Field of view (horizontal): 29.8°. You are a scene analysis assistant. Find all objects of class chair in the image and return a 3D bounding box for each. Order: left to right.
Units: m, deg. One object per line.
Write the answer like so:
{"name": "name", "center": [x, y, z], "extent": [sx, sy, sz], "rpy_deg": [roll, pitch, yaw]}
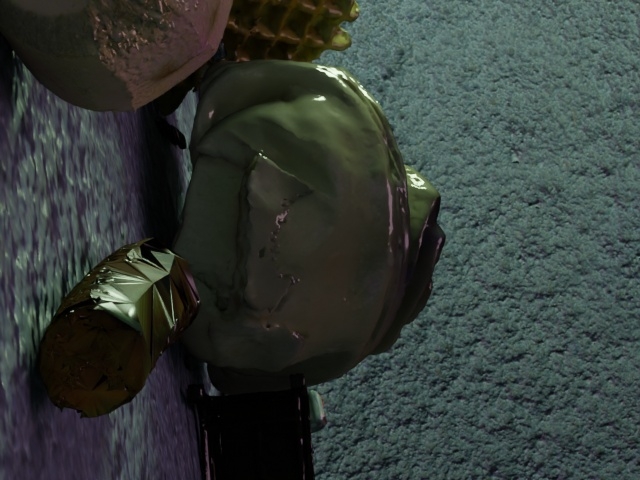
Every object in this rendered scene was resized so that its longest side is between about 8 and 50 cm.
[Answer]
{"name": "chair", "center": [-0.057, 0.205, 1.137], "extent": [0.229, 0.106, 0.113], "rpy_deg": [85, 0, -74]}

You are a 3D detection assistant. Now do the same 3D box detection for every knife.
{"name": "knife", "center": [-0.155, -0.112, 1.248], "extent": [0.170, 0.010, 0.023], "rpy_deg": [50, 25, -86]}

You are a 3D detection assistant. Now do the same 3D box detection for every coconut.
{"name": "coconut", "center": [-0.107, -0.126, 0.602], "extent": [0.122, 0.116, 0.116], "rpy_deg": [62, 18, -76]}

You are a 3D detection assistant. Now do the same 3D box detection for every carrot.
{"name": "carrot", "center": [-0.105, 0.041, 0.656], "extent": [0.229, 0.069, 0.069], "rpy_deg": [-89, 170, -83]}

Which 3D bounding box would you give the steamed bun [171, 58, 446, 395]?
{"name": "steamed bun", "center": [0.000, 0.000, 1.143], "extent": [0.394, 0.237, 0.347], "rpy_deg": [-76, 167, -63]}

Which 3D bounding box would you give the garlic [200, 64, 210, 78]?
{"name": "garlic", "center": [-0.116, -0.299, 1.324], "extent": [0.226, 0.199, 0.199], "rpy_deg": [51, -8, 15]}

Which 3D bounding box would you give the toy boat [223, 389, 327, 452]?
{"name": "toy boat", "center": [-0.047, 0.229, 1.454], "extent": [0.262, 0.115, 0.114], "rpy_deg": [81, 0, -67]}

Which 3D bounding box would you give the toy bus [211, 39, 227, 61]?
{"name": "toy bus", "center": [-0.137, -0.206, 1.009], "extent": [0.195, 0.081, 0.089], "rpy_deg": [77, -6, -76]}

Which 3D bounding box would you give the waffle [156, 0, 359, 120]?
{"name": "waffle", "center": [-0.066, -0.225, 1.184], "extent": [0.056, 0.250, 0.261], "rpy_deg": [51, -14, 32]}
